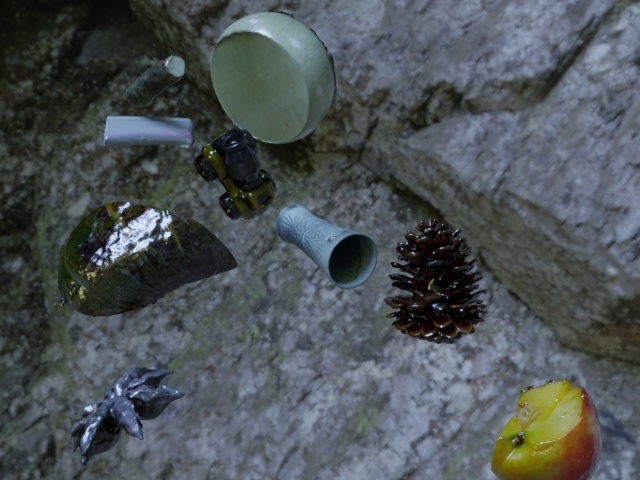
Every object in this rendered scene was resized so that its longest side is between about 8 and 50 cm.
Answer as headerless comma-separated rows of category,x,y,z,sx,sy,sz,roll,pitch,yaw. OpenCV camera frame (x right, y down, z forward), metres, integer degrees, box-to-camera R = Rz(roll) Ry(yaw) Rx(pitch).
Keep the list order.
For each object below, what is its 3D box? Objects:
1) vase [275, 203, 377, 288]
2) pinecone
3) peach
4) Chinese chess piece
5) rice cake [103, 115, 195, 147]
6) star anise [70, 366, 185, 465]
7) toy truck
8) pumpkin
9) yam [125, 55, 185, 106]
vase,0.000,0.000,1.164,0.096,0.219,0.096,-11,-66,-27
pinecone,0.258,0.093,1.533,0.246,0.293,0.246,-6,-3,0
peach,0.260,0.241,0.778,0.151,0.118,0.151,-35,2,2
Chinese chess piece,-0.128,-0.434,1.809,0.146,0.349,0.349,-47,-19,-41
rice cake,-0.384,-0.246,1.520,0.197,0.189,0.037,1,-67,-13
star anise,-0.287,0.246,0.990,0.204,0.180,0.061,-44,-61,-46
toy truck,-0.182,-0.154,1.599,0.147,0.165,0.224,-36,-67,-20
pumpkin,-0.285,0.035,1.006,0.111,0.278,0.163,86,-158,-51
yam,-0.354,-0.338,1.436,0.061,0.061,0.274,-35,16,-27
